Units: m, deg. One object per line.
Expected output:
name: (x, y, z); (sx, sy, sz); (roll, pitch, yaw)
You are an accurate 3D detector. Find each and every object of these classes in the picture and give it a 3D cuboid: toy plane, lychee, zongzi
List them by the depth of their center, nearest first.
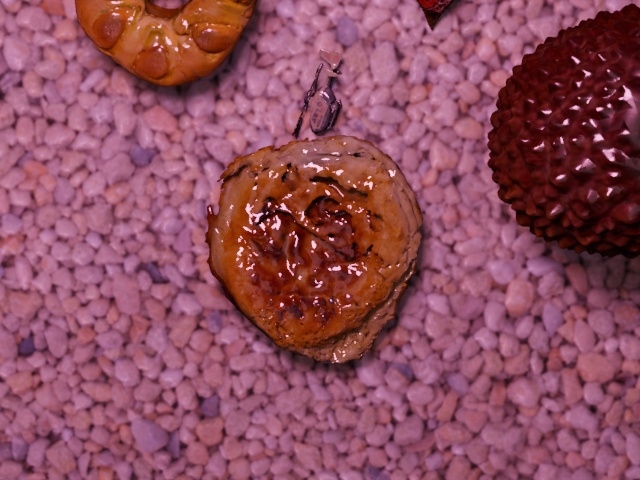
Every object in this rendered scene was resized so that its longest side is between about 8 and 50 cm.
lychee: (0.361, -0.127, 1.792); (0.330, 0.306, 0.306); (3, 102, 30)
zongzi: (0.145, -0.301, 1.889); (0.083, 0.067, 0.073); (-8, 113, 22)
toy plane: (0.004, -0.181, 1.919); (0.049, 0.031, 0.121); (21, 103, 7)

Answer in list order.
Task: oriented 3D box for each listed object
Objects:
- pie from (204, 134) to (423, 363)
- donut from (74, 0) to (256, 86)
pie: (0.000, 0.000, 1.924); (0.308, 0.085, 0.308); (0, 99, 2)
donut: (-0.185, -0.306, 1.841); (0.226, 0.114, 0.227); (1, 116, 2)
